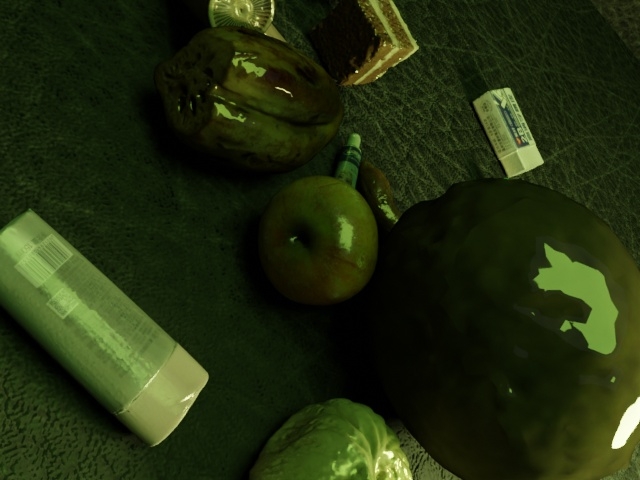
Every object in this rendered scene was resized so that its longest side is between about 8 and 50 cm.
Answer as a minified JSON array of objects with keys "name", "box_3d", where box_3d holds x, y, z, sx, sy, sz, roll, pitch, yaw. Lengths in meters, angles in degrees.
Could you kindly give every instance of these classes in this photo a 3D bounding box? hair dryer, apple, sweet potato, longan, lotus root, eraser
[{"name":"hair dryer","box_3d":[-0.090,-0.316,1.044,0.344,0.107,0.189,42,7,-47]},{"name":"apple","box_3d":[0.000,0.000,0.904,0.155,0.182,0.183,13,58,-67]},{"name":"sweet potato","box_3d":[0.115,-0.042,1.134,0.065,0.051,0.218,-14,79,-50]},{"name":"longan","box_3d":[0.265,0.130,0.935,0.404,0.404,0.436,-12,77,-48]},{"name":"lotus root","box_3d":[-0.082,-0.186,0.923,0.291,0.193,0.193,1,68,-52]},{"name":"eraser","box_3d":[0.464,-0.267,1.601,0.124,0.068,0.210,-20,84,-50]}]

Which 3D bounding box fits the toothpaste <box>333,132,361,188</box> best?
[{"name":"toothpaste","box_3d":[0.040,-0.097,1.103,0.062,0.037,0.216,35,52,-29]}]

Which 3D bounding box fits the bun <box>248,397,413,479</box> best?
[{"name":"bun","box_3d":[0.022,0.311,0.774,0.243,0.153,0.244,22,53,-31]}]

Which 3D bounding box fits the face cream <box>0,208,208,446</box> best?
[{"name":"face cream","box_3d":[-0.239,0.093,0.683,0.269,0.073,0.107,48,48,-15]}]

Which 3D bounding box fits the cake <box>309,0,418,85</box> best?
[{"name":"cake","box_3d":[0.085,-0.380,1.225,0.147,0.135,0.135,-28,87,-49]}]

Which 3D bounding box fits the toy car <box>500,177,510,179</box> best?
[{"name":"toy car","box_3d":[0.410,-0.060,1.435,0.071,0.062,0.165,-7,74,-48]}]
